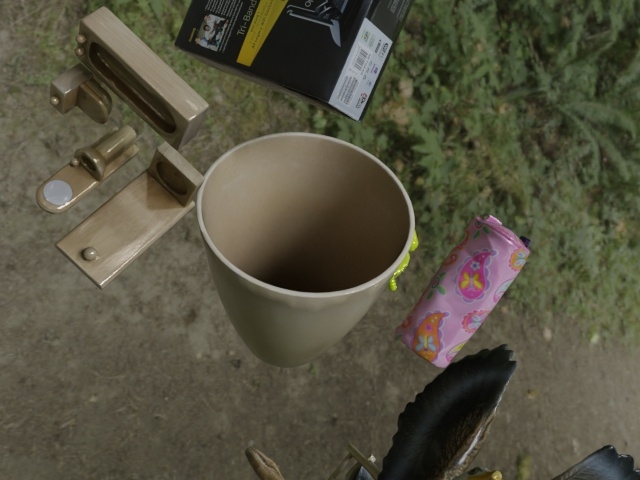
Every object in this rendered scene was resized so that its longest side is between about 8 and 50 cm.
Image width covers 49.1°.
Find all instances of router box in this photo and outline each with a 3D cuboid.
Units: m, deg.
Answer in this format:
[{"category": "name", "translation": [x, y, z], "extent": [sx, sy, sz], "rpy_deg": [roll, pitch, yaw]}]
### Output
[{"category": "router box", "translation": [-0.005, -0.319, 0.793], "extent": [0.081, 0.243, 0.308], "rpy_deg": [15, 101, -59]}]

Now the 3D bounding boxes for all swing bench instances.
[{"category": "swing bench", "translation": [0.152, 0.606, 1.542], "extent": [0.165, 0.255, 0.253], "rpy_deg": [-45, 106, -29]}]

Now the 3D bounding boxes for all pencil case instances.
[{"category": "pencil case", "translation": [0.256, 0.091, 1.266], "extent": [0.124, 0.124, 0.284], "rpy_deg": [19, 106, -54]}]

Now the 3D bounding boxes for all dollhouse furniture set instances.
[{"category": "dollhouse furniture set", "translation": [-0.181, -0.070, 0.581], "extent": [0.144, 0.151, 0.123], "rpy_deg": [43, 59, -2]}]

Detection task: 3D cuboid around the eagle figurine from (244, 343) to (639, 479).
[{"category": "eagle figurine", "translation": [0.118, 0.242, 0.625], "extent": [0.298, 0.225, 0.226], "rpy_deg": [-14, 89, -39]}]

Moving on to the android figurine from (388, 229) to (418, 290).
[{"category": "android figurine", "translation": [0.118, -0.001, 1.716], "extent": [0.056, 0.248, 0.272], "rpy_deg": [110, -32, -67]}]

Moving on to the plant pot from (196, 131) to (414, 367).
[{"category": "plant pot", "translation": [-0.032, 0.044, 0.921], "extent": [0.274, 0.256, 0.256], "rpy_deg": [101, 6, -51]}]
